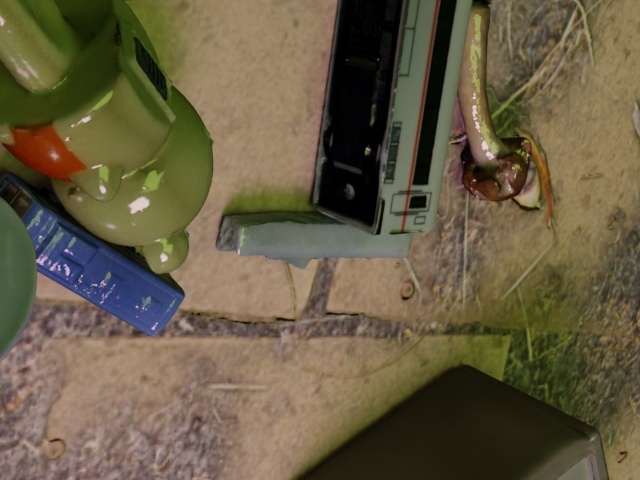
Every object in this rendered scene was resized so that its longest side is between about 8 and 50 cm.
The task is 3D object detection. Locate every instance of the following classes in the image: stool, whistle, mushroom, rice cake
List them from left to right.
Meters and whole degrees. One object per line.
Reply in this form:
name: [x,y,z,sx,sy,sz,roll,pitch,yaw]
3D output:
whistle: [-0.146,-0.084,0.770,0.106,0.131,0.288,-18,146,12]
rice cake: [0.000,0.000,1.005,0.180,0.030,0.042,0,109,-37]
stool: [0.122,0.295,1.115,0.243,0.170,0.270,-32,123,-25]
mushroom: [0.141,-0.119,1.059,0.060,0.061,0.187,-22,114,-25]

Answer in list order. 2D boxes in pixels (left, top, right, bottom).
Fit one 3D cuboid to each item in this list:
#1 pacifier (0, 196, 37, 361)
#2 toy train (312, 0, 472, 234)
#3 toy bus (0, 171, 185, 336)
pacifier: [-0.295,-0.012,0.684,0.227,0.279,0.207,-19,162,-47]
toy train: [0.074,-0.210,0.951,0.088,0.086,0.407,-2,107,-37]
toy bus: [-0.161,0.012,0.864,0.153,0.061,0.051,37,87,-42]
